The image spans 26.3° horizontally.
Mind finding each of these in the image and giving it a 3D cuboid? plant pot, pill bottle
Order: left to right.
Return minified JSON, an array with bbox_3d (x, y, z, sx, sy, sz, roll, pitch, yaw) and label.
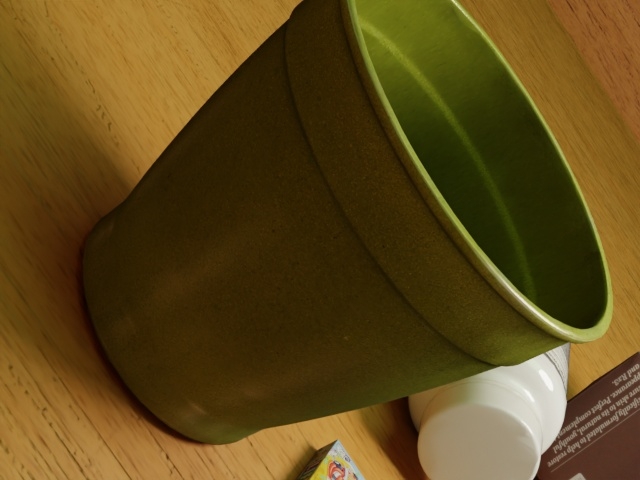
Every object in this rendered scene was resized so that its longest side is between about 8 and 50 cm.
[{"bbox_3d":[0.000,0.000,1.167,0.366,0.353,0.366,43,29,-30],"label":"plant pot"},{"bbox_3d":[0.195,0.152,1.568,0.176,0.176,0.318,52,26,-15],"label":"pill bottle"}]

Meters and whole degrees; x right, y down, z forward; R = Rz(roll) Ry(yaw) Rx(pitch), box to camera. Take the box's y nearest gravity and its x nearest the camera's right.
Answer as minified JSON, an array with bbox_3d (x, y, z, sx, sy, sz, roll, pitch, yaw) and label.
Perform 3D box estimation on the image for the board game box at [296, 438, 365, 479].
[{"bbox_3d":[0.012,0.265,1.280,0.103,0.026,0.154,57,25,-5],"label":"board game box"}]

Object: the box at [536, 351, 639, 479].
[{"bbox_3d":[0.393,0.243,1.742,0.143,0.191,0.381,55,13,13],"label":"box"}]
